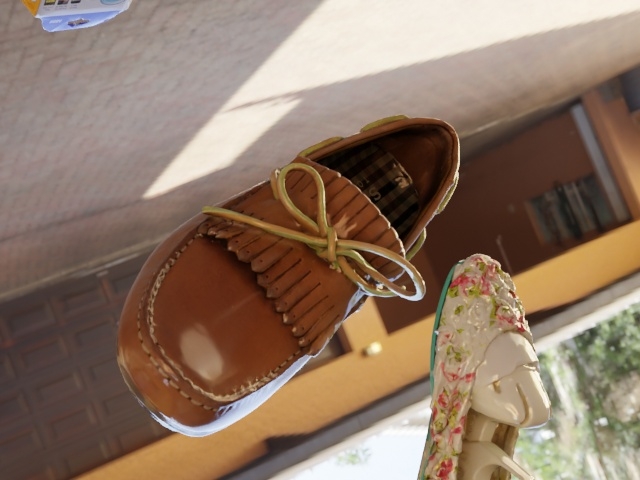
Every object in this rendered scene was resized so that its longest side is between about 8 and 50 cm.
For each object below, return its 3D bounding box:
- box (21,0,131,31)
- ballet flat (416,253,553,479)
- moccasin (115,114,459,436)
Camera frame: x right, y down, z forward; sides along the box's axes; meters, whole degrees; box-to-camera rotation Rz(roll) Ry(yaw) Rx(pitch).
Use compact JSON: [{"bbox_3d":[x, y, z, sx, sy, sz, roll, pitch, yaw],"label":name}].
[{"bbox_3d":[-0.146,-0.197,0.573,0.081,0.028,0.136,-23,159,-48],"label":"box"},{"bbox_3d":[0.110,0.132,0.569,0.091,0.241,0.077,7,-179,-41],"label":"ballet flat"},{"bbox_3d":[0.002,0.003,0.632,0.147,0.139,0.380,-38,176,40],"label":"moccasin"}]
